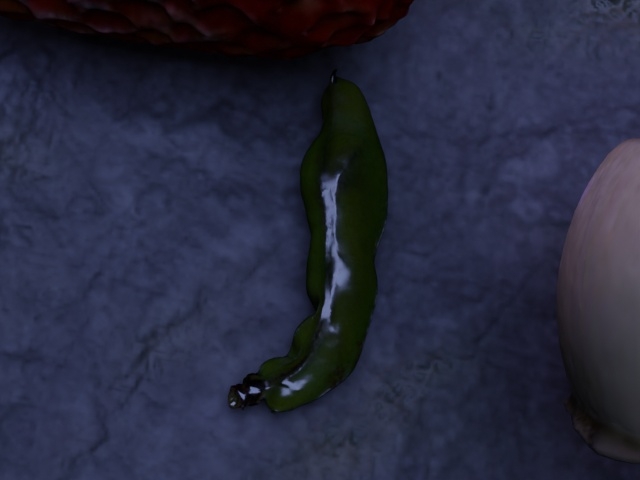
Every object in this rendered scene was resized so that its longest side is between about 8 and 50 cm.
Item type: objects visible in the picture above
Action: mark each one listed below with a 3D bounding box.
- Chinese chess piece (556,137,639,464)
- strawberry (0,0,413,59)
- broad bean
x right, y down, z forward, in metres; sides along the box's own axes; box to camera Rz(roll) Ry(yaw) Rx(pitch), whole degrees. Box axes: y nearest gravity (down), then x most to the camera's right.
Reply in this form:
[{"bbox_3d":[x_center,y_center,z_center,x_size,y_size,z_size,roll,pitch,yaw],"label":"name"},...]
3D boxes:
[{"bbox_3d":[0.276,0.046,0.744,0.338,0.338,0.140,10,95,-4],"label":"Chinese chess piece"},{"bbox_3d":[-0.059,-0.174,0.864,0.280,0.150,0.253,-39,62,-12],"label":"strawberry"},{"bbox_3d":[0.007,0.005,0.871,0.061,0.046,0.195,18,76,-4],"label":"broad bean"}]
